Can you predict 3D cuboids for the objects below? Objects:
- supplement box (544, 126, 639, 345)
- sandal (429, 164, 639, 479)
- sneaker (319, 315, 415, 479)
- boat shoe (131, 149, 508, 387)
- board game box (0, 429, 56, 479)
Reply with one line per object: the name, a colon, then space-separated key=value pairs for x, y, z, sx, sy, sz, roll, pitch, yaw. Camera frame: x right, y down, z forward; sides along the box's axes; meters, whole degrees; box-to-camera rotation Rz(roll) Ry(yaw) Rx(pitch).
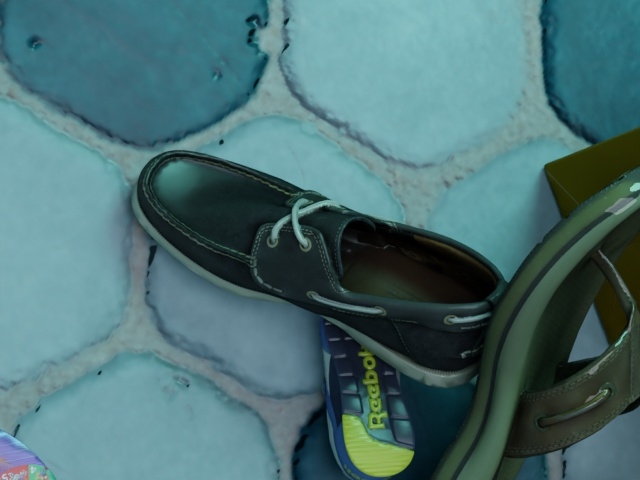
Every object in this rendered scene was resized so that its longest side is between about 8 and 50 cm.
supplement box: x=0.276 y=-0.031 z=1.058 sx=0.194 sy=0.191 sz=0.129 roll=-21 pitch=89 yaw=-17
sandal: x=0.138 y=0.089 z=1.000 sx=0.086 sy=0.120 sz=0.303 roll=30 pitch=115 yaw=21
sneaker: x=0.024 y=0.080 z=1.054 sx=0.053 sy=0.059 sz=0.144 roll=2 pitch=64 yaw=-7
boat shoe: x=0.000 y=0.000 z=1.017 sx=0.233 sy=0.079 sz=0.084 roll=26 pitch=59 yaw=8
board game box: x=-0.216 y=0.184 z=0.984 sx=0.133 sy=0.033 sz=0.169 roll=39 pitch=77 yaw=-8
